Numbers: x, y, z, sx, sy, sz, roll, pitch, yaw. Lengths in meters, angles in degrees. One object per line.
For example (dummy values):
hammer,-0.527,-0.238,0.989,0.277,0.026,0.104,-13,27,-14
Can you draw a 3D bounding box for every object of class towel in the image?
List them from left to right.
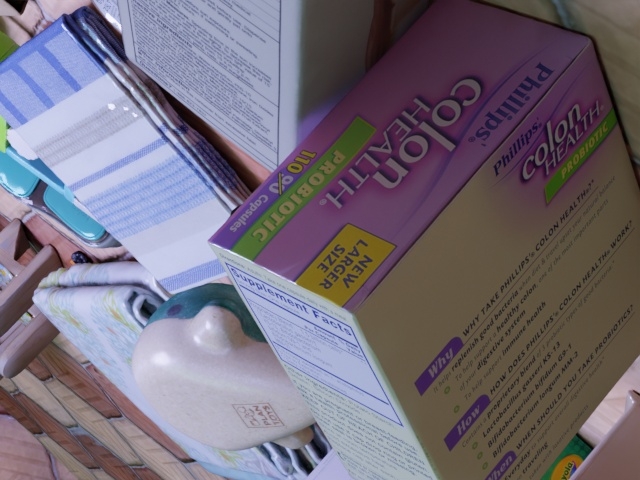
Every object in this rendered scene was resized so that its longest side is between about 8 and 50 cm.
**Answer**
towel,-0.169,-0.073,1.484,0.285,0.034,0.209,48,145,-15
towel,-0.160,0.151,1.931,0.320,0.090,0.374,48,159,-16

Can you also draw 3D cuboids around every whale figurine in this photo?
whale figurine,-0.050,0.116,1.625,0.272,0.141,0.216,-3,137,31

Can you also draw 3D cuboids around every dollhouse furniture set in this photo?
dollhouse furniture set,-0.550,0.083,2.300,0.362,0.256,0.394,36,160,19

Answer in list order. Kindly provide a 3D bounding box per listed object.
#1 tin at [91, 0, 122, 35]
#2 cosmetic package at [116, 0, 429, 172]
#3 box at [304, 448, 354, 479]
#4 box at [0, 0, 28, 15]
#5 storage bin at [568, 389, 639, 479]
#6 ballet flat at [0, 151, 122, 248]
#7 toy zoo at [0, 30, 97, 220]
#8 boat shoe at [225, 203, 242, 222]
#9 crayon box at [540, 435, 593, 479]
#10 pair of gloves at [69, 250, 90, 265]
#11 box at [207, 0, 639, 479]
tin,-0.108,-0.158,1.250,0.189,0.040,0.106,43,165,-1
cosmetic package,-0.025,-0.174,0.907,0.153,0.129,0.296,40,161,13
box,0.049,0.276,1.761,0.102,0.101,0.087,21,151,47
box,-0.384,-0.244,1.462,0.201,0.021,0.164,3,159,30
storage bin,0.296,0.277,1.242,0.262,0.123,0.260,34,159,23
ballet flat,-0.284,-0.059,1.766,0.213,0.072,0.068,38,-169,21
toy zoo,-0.238,-0.088,1.616,0.293,0.030,0.192,36,156,4
boat shoe,0.000,0.000,1.320,0.228,0.080,0.076,27,139,45
crayon box,0.135,0.255,1.448,0.081,0.165,0.278,41,161,4
pair of gloves,-0.281,0.046,2.065,0.083,0.010,0.074,47,162,-5
box,0.083,0.022,0.977,0.117,0.213,0.243,26,155,40
